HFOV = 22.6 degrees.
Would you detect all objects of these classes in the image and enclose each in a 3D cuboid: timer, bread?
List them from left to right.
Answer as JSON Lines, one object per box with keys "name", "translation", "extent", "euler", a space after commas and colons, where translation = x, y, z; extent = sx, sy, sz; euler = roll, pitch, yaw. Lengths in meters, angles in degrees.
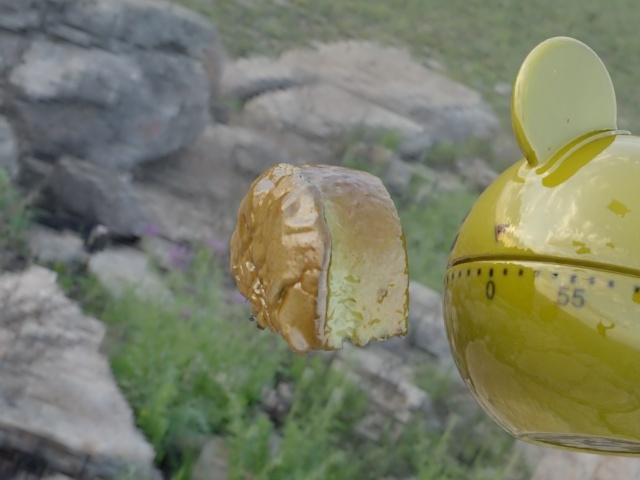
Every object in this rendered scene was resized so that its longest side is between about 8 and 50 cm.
{"name": "bread", "translation": [0.000, 0.000, 1.467], "extent": [0.143, 0.139, 0.229], "euler": [0, 22, -23]}
{"name": "timer", "translation": [0.298, 0.020, 1.623], "extent": [0.376, 0.387, 0.376], "euler": [10, -12, 2]}
